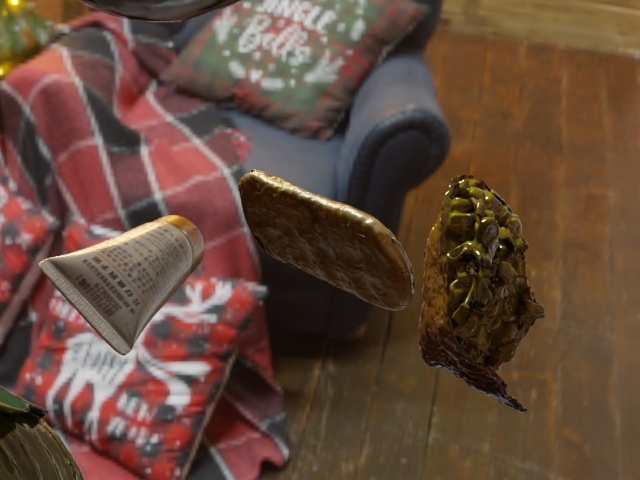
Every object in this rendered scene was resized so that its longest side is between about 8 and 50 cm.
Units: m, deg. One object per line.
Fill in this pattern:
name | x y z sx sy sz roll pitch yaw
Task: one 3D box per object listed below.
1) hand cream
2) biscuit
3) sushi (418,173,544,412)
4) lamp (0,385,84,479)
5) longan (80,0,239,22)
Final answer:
hand cream | -0.222 0.045 1.430 0.140 0.089 0.314 48 17 2
biscuit | 0.000 0.000 1.210 0.029 0.118 0.247 -35 39 -31
sushi | 0.210 0.064 1.547 0.166 0.297 0.179 18 -15 -33
lamp | -0.260 0.198 0.753 0.250 0.284 0.250 -1 75 2
longan | -0.130 -0.324 0.809 0.288 0.350 0.288 -17 30 10
